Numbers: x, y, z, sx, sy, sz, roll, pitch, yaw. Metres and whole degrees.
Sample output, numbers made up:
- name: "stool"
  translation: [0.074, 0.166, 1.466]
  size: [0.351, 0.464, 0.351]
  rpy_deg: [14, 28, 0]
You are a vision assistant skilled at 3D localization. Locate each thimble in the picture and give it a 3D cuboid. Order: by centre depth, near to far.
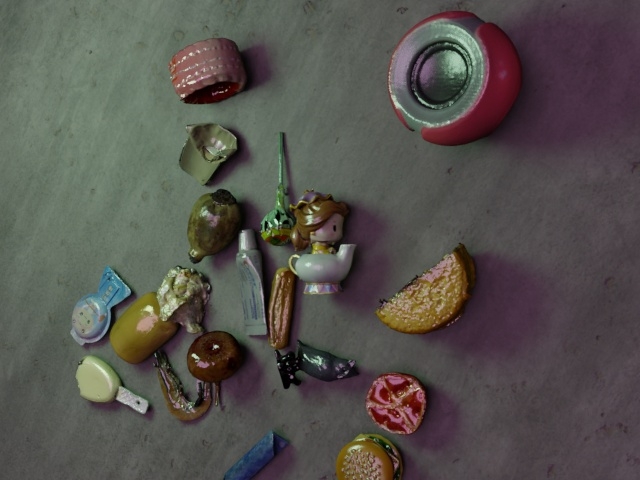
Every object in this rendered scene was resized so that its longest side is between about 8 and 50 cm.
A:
- name: "thimble"
  translation: [-0.292, -0.443, 1.929]
  size: [0.190, 0.163, 0.124]
  rpy_deg: [-17, 82, 15]

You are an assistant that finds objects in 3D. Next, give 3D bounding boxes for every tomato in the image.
- name: "tomato"
  translation: [0.189, 0.387, 1.766]
  size: [0.156, 0.069, 0.155]
  rpy_deg: [1, 92, 20]

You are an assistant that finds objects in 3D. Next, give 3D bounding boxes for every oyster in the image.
- name: "oyster"
  translation: [-0.361, 0.168, 1.979]
  size: [0.163, 0.081, 0.191]
  rpy_deg: [-37, 105, -14]

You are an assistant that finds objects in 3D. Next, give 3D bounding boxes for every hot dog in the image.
- name: "hot dog"
  translation: [-0.106, 0.176, 1.904]
  size: [0.066, 0.047, 0.215]
  rpy_deg: [4, 92, -14]

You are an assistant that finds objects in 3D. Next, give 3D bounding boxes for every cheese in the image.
- name: "cheese"
  translation: [-0.599, 0.432, 2.104]
  size: [0.256, 0.050, 0.127]
  rpy_deg: [24, 98, 21]
- name: "cheese"
  translation: [-0.650, 0.200, 2.127]
  size: [0.135, 0.052, 0.244]
  rpy_deg: [43, 105, 18]

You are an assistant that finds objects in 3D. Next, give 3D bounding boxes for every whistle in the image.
- name: "whistle"
  translation: [-0.206, 0.611, 1.933]
  size: [0.304, 0.062, 0.062]
  rpy_deg: [-45, 74, 15]

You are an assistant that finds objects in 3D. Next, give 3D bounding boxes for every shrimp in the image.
- name: "shrimp"
  translation: [-0.383, 0.389, 2.016]
  size: [0.152, 0.046, 0.219]
  rpy_deg: [-30, 82, 20]

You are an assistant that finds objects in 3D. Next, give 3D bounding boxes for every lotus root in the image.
- name: "lotus root"
  translation: [-0.292, -0.036, 1.945]
  size: [0.138, 0.138, 0.214]
  rpy_deg: [39, 106, 18]

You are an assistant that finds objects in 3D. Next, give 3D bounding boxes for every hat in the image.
- name: "hat"
  translation: [-0.310, -0.240, 1.993]
  size: [0.147, 0.085, 0.175]
  rpy_deg: [42, 128, 7]

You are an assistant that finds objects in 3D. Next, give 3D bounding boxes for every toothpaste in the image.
- name: "toothpaste"
  translation: [-0.184, 0.109, 1.926]
  size: [0.069, 0.099, 0.282]
  rpy_deg: [-4, 86, -7]

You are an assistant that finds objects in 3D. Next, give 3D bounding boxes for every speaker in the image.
- name: "speaker"
  translation: [0.291, -0.362, 1.630]
  size: [0.295, 0.294, 0.294]
  rpy_deg: [0, 89, 23]

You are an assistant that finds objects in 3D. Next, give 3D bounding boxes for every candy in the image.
- name: "candy"
  translation: [-0.111, -0.136, 1.907]
  size: [0.091, 0.083, 0.305]
  rpy_deg: [-4, 80, 18]

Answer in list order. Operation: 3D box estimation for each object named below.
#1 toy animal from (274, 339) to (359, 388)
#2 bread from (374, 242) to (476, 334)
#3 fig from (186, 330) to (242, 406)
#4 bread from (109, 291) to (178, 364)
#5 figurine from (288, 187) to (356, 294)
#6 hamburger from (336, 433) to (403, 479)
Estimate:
- name: "toy animal"
  translation: [-0.006, 0.310, 1.858]
  size: [0.210, 0.121, 0.117]
  rpy_deg: [-2, 43, 6]
- name: "bread"
  translation: [0.263, 0.136, 1.696]
  size: [0.261, 0.160, 0.147]
  rpy_deg: [-38, 82, 11]
- name: "fig"
  translation: [-0.273, 0.343, 1.953]
  size: [0.146, 0.133, 0.201]
  rpy_deg: [-12, 129, -3]
- name: "bread"
  translation: [-0.502, 0.247, 2.044]
  size: [0.217, 0.098, 0.147]
  rpy_deg: [-45, 70, 15]
- name: "figurine"
  translation: [0.000, 0.000, 1.812]
  size: [0.190, 0.142, 0.263]
  rpy_deg: [-3, 90, 23]
- name: "hamburger"
  translation: [0.118, 0.549, 1.768]
  size: [0.162, 0.115, 0.161]
  rpy_deg: [-1, 87, 22]
